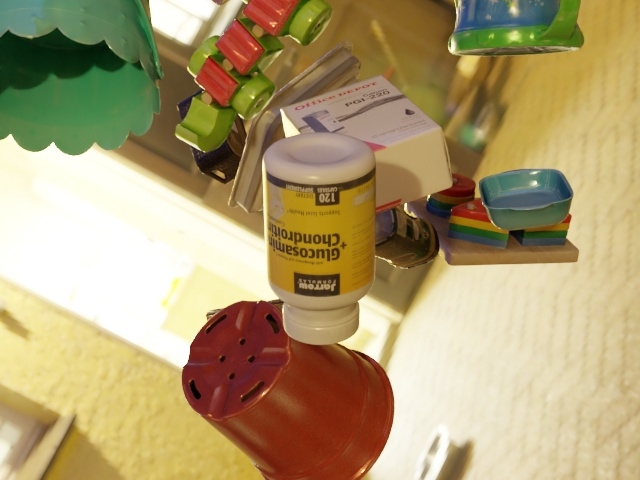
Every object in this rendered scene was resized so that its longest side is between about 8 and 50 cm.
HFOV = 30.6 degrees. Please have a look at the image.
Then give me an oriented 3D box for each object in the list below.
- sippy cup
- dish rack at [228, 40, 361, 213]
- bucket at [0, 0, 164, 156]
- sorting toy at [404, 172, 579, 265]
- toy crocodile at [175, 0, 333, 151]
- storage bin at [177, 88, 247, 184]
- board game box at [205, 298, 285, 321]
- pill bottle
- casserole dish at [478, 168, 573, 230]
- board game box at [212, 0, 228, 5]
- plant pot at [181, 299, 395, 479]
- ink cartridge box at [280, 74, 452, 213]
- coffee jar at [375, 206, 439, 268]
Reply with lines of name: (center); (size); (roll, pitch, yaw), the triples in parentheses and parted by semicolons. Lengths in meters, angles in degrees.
sippy cup: (0.345, -0.446, 2.075); (0.240, 0.305, 0.224); (-11, -79, -58)
dish rack: (-0.036, -0.195, 2.192); (0.285, 0.072, 0.333); (-43, -13, -33)
bucket: (-0.348, -0.259, 1.552); (0.281, 0.281, 0.183); (126, 146, -55)
sorting toy: (0.320, -0.050, 2.195); (0.257, 0.255, 0.089); (-121, 33, -60)
toy crocodile: (-0.089, -0.268, 1.569); (0.340, 0.115, 0.105); (-51, -10, 24)
storage bin: (-0.219, -0.225, 2.488); (0.084, 0.180, 0.122); (-28, -25, 19)
board game box: (-0.123, 0.244, 2.309); (0.042, 0.165, 0.243); (-91, -8, -79)
pill bottle: (0.000, 0.000, 1.088); (0.103, 0.103, 0.184); (-72, -17, -62)
casserole dish: (0.263, -0.052, 1.506); (0.188, 0.114, 0.037); (-79, -20, -73)
board game box: (-0.275, -0.523, 1.973); (0.056, 0.346, 0.208); (-55, 2, 17)
plant pot: (-0.063, 0.239, 1.852); (0.272, 0.265, 0.272); (-19, 51, 25)
ink cartridge box: (0.056, -0.125, 1.544); (0.218, 0.158, 0.092); (-127, 20, -59)
coffee jar: (0.123, -0.008, 1.938); (0.096, 0.184, 0.079); (-18, 69, 26)
